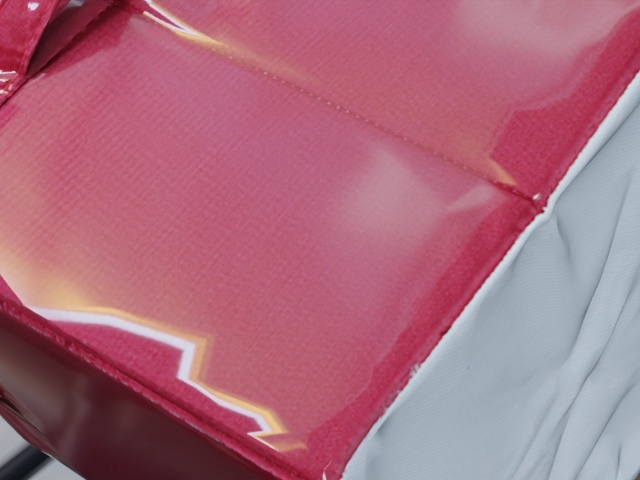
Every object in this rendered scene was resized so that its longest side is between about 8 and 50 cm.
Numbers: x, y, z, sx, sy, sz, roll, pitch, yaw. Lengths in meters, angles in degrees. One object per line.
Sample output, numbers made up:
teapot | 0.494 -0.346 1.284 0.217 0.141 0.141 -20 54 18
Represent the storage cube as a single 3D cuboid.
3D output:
storage cube | 0.000 0.000 0.508 0.193 0.183 0.215 28 159 29
